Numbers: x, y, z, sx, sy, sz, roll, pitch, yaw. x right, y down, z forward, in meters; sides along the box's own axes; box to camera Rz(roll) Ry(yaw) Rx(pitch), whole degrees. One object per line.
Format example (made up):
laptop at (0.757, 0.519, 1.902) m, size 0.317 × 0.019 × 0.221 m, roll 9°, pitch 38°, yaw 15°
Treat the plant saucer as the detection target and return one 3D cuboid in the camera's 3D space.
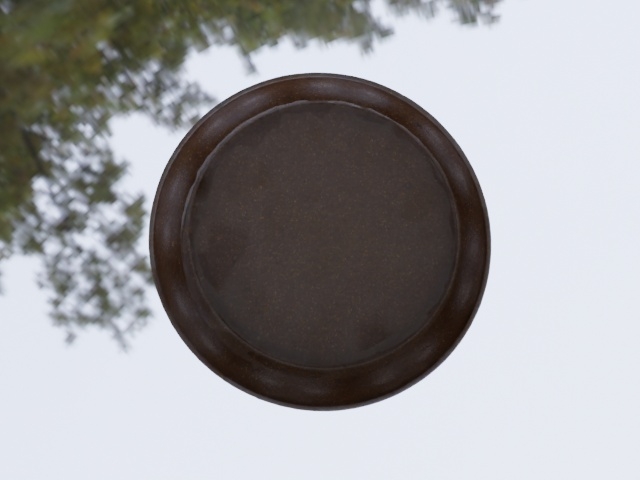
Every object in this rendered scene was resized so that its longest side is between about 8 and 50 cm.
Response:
plant saucer at (0.000, 0.000, 0.768) m, size 0.168 × 0.029 × 0.168 m, roll 1°, pitch -78°, yaw 4°
